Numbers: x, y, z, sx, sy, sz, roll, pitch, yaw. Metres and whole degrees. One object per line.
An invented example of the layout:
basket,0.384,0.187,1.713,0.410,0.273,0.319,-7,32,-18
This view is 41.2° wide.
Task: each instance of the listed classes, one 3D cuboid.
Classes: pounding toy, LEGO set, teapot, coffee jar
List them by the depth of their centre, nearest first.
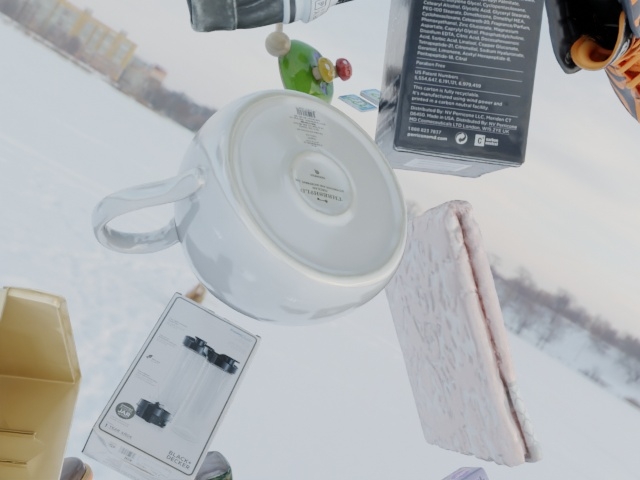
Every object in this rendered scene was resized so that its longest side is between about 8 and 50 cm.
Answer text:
teapot,-0.054,-0.014,0.858,0.256,0.187,0.252,46,45,-8
coffee jar,-0.185,0.464,1.468,0.079,0.184,0.096,-14,19,-22
LEGO set,0.182,-0.274,1.762,0.182,0.060,0.244,-16,42,-39
pounding toy,-0.010,-0.373,1.796,0.237,0.110,0.183,58,29,-32

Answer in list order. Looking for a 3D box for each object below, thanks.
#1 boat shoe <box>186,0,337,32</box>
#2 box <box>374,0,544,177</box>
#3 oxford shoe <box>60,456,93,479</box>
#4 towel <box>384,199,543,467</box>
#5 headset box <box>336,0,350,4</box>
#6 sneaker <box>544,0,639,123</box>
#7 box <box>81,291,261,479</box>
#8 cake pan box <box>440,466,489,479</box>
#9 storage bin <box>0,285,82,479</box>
boat shoe,-0.082,-0.298,0.541,0.121,0.119,0.335,-165,-122,-77
box,0.226,-0.318,1.441,0.212,0.395,0.293,6,1,-3
oxford shoe,-0.536,0.426,1.367,0.364,0.132,0.130,-24,18,-41
towel,0.165,0.121,1.109,0.053,0.316,0.332,-14,-5,-13
headset box,0.047,-0.506,1.724,0.083,0.062,0.032,-98,172,-56
sneaker,0.320,-0.189,0.885,0.125,0.180,0.321,-27,-71,42
box,-0.225,0.238,1.338,0.169,0.087,0.290,28,45,-5
cake pan box,0.176,0.489,1.186,0.266,0.246,0.070,68,-26,4
storage bin,-0.375,0.222,0.995,0.123,0.262,0.260,8,-33,-6
